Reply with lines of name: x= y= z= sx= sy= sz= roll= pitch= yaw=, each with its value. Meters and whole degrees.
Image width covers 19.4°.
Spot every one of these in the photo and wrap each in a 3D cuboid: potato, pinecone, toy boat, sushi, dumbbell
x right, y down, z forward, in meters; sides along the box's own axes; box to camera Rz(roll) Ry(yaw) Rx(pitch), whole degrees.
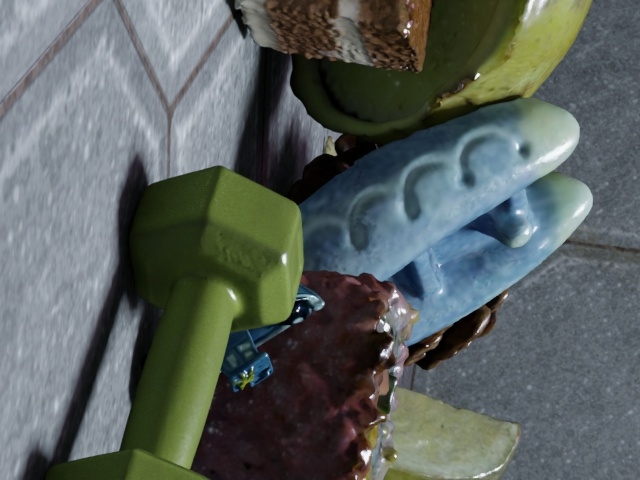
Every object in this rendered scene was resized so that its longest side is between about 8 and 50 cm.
potato: x=0.127 y=-0.211 z=1.647 sx=0.213 sy=0.330 sz=0.280 roll=9 pitch=105 yaw=-40
potato: x=0.052 y=0.198 z=1.714 sx=0.269 sy=0.255 sz=0.112 roll=81 pitch=17 yaw=-63
pinecone: x=0.063 y=0.013 z=1.806 sx=0.272 sy=0.224 sz=0.224 roll=40 pitch=55 yaw=-52
toy boat: x=-0.060 y=0.073 z=1.294 sx=0.137 sy=0.061 sz=0.060 roll=-36 pitch=154 yaw=-14
sushi: x=-0.031 y=0.151 z=1.414 sx=0.236 sy=0.171 sz=0.270 roll=74 pitch=26 yaw=-73
toy boat: x=0.086 y=0.019 z=1.576 sx=0.123 sy=0.330 sz=0.215 roll=63 pitch=-4 yaw=29
dumbbell: x=-0.088 y=0.090 z=1.160 sx=0.121 sy=0.108 sz=0.302 roll=89 pitch=12 yaw=-50

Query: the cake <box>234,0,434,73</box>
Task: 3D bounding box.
cake: x=0.015 y=-0.212 z=1.465 sx=0.134 sy=0.147 sz=0.135 roll=54 pitch=42 yaw=-75

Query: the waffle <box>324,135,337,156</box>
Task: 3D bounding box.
waffle: x=0.000 y=0.000 z=1.994 sx=0.125 sy=0.032 sz=0.191 roll=-62 pitch=156 yaw=-61
